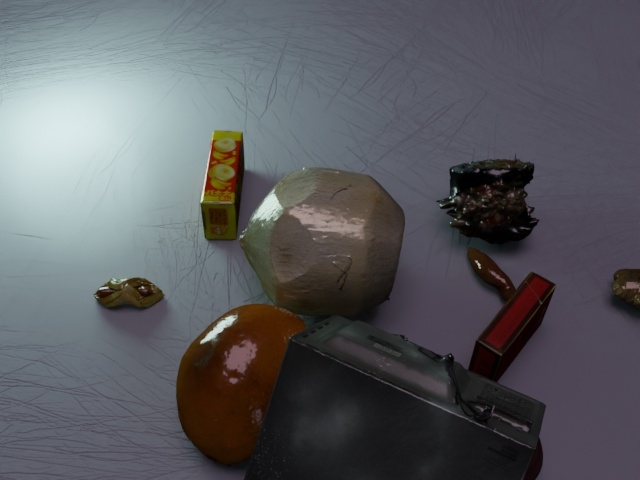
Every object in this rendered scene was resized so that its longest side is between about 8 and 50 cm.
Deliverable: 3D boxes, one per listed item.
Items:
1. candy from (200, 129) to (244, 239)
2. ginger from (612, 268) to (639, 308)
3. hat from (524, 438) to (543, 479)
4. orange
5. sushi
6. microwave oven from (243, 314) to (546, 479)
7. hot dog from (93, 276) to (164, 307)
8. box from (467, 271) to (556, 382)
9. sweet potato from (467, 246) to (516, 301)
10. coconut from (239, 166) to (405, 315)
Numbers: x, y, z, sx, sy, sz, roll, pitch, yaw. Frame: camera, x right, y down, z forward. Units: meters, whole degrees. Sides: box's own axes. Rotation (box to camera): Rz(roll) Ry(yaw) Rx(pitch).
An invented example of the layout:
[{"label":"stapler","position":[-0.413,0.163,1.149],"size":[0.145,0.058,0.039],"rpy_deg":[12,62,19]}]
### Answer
[{"label":"candy","position":[-0.253,-0.148,1.889],"size":[0.088,0.146,0.276],"rpy_deg":[1,48,-1]},{"label":"ginger","position":[0.796,0.168,1.657],"size":[0.131,0.086,0.294],"rpy_deg":[-12,51,-39]},{"label":"hat","position":[0.342,0.413,1.435],"size":[0.206,0.089,0.205],"rpy_deg":[2,44,-2]},{"label":"orange","position":[-0.167,0.284,1.464],"size":[0.274,0.310,0.274],"rpy_deg":[9,8,-1]},{"label":"sushi","position":[0.434,-0.099,1.828],"size":[0.239,0.218,0.225],"rpy_deg":[-8,6,27]},{"label":"microwave oven","position":[0.133,0.359,1.279],"size":[0.432,0.374,0.236],"rpy_deg":[22,14,17]},{"label":"hot dog","position":[-0.458,0.121,1.706],"size":[0.169,0.061,0.078],"rpy_deg":[-4,50,-3]},{"label":"box","position":[0.419,0.199,1.580],"size":[0.074,0.153,0.240],"rpy_deg":[29,55,28]},{"label":"sweet potato","position":[0.414,0.082,1.745],"size":[0.058,0.055,0.202],"rpy_deg":[-22,51,-18]},{"label":"coconut","position":[0.000,0.000,1.637],"size":[0.360,0.346,0.346],"rpy_deg":[9,49,0]}]
